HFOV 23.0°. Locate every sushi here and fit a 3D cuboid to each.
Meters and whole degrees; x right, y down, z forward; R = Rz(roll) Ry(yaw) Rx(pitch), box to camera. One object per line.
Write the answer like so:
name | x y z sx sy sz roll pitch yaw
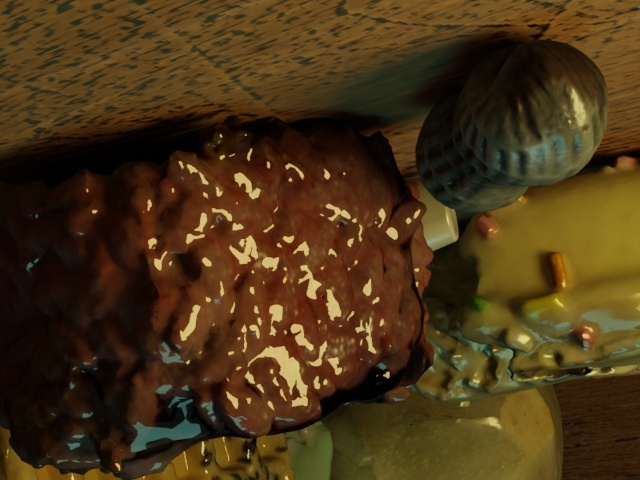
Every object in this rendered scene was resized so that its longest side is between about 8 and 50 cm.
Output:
sushi | -0.065 0.038 0.904 0.236 0.171 0.270 -18 172 43

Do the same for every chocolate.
chocolate | 0.095 -0.056 0.795 0.072 0.072 0.167 -7 171 -16

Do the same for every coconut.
coconut | 0.126 0.228 1.848 0.352 0.353 0.352 -9 171 -1

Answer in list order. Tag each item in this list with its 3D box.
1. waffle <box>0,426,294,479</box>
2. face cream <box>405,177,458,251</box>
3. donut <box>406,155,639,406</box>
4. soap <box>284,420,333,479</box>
waffle | -0.161 0.158 1.258 0.114 0.261 0.376 -20 167 28
face cream | 0.000 0.000 1.054 0.182 0.072 0.051 -14 138 10
donut | 0.216 0.030 1.204 0.307 0.150 0.371 -9 171 -9
soap | -0.226 0.308 1.707 0.446 0.156 0.261 -5 -168 24
